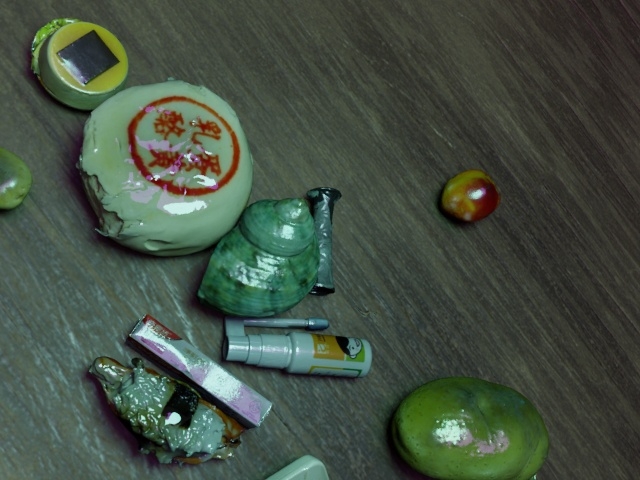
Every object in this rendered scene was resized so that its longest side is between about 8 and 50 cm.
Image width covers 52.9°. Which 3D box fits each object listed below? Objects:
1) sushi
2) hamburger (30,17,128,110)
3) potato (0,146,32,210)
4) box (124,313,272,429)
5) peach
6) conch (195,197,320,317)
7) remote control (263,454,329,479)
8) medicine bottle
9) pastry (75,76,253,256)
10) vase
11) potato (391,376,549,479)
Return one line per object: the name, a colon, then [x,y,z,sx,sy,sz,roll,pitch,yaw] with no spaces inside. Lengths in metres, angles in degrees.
sushi: [-0.206,0.229,0.836,0.226,0.103,0.097,35,79,-8]
hamburger: [-0.351,-0.257,0.937,0.141,0.081,0.126,36,64,-23]
potato: [-0.451,-0.090,0.842,0.138,0.070,0.091,31,62,-14]
box: [-0.169,0.184,0.890,0.218,0.055,0.039,38,60,-9]
peach: [0.266,-0.078,1.151,0.101,0.101,0.100,7,71,-22]
conch: [-0.076,0.023,0.917,0.176,0.122,0.188,12,95,-37]
remote control: [-0.089,0.375,0.862,0.230,0.049,0.090,-26,115,-29]
medicine bottle: [-0.035,0.155,0.962,0.221,0.061,0.092,8,46,-22]
pastry: [-0.217,-0.104,0.921,0.265,0.133,0.264,6,72,-18]
vase: [0.000,0.000,1.023,0.059,0.059,0.166,12,69,-20]
potato: [0.228,0.294,0.987,0.248,0.143,0.169,6,33,-18]
